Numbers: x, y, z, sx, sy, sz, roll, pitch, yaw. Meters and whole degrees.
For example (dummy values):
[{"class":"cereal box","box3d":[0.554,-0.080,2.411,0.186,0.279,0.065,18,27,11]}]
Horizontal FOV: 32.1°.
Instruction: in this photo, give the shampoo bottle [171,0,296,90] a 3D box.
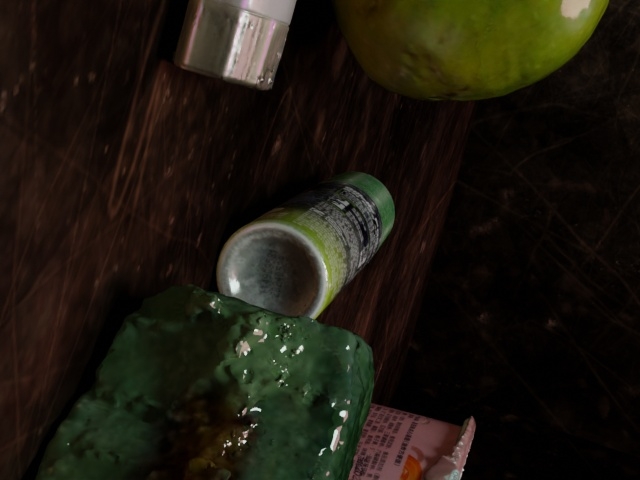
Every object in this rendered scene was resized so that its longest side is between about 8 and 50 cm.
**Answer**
[{"class":"shampoo bottle","box3d":[-0.025,-0.199,0.618,0.086,0.056,0.227,-25,132,-76]}]

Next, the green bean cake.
[{"class":"green bean cake","box3d":[-0.085,0.181,0.645,0.300,0.169,0.308,44,64,-81]}]

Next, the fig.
[{"class":"fig","box3d":[0.114,-0.199,0.920,0.314,0.233,0.233,97,13,-67]}]

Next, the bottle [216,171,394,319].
[{"class":"bottle","box3d":[0.000,0.000,1.006,0.330,0.093,0.093,-38,144,-73]}]

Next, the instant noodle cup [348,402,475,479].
[{"class":"instant noodle cup","box3d":[-0.018,0.223,0.895,0.243,0.231,0.243,17,90,-80]}]
